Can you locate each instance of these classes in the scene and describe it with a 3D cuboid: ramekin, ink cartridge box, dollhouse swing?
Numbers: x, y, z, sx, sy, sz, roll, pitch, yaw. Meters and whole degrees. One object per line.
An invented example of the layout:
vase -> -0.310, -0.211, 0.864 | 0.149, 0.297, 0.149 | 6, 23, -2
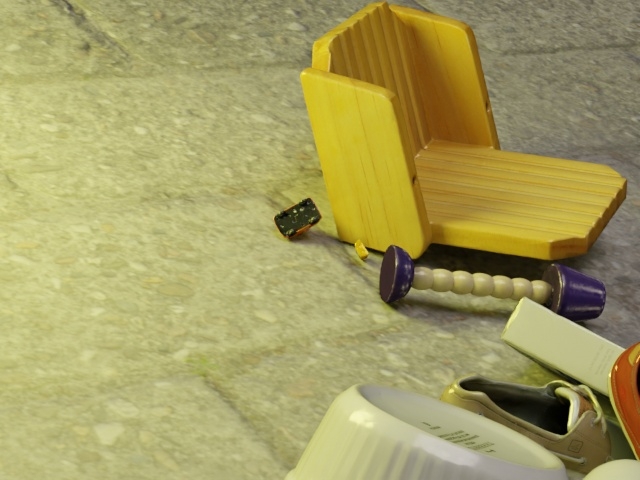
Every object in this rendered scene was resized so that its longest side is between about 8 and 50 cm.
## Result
ramekin -> 0.106, 0.229, 1.793 | 0.273, 0.127, 0.273 | 19, 5, -2
ink cartridge box -> 0.386, 0.181, 2.122 | 0.371, 0.069, 0.176 | 30, -1, 22
dollhouse swing -> 0.200, -0.152, 2.477 | 0.305, 0.315, 0.347 | -6, 17, 26

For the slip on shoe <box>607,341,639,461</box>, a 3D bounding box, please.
slip on shoe -> 0.393, 0.241, 1.940 | 0.123, 0.101, 0.331 | -20, 68, -13

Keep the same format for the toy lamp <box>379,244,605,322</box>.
toy lamp -> 0.211, 0.056, 2.331 | 0.274, 0.080, 0.080 | 9, 28, -13

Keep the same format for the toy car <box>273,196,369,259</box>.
toy car -> 0.000, 0.000, 2.388 | 0.122, 0.060, 0.040 | 41, -11, 13

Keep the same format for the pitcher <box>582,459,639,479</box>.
pitcher -> 0.323, 0.323, 1.854 | 0.178, 0.125, 0.207 | 28, 34, -20

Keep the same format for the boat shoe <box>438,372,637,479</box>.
boat shoe -> 0.260, 0.209, 2.032 | 0.302, 0.103, 0.113 | 6, 27, -19
